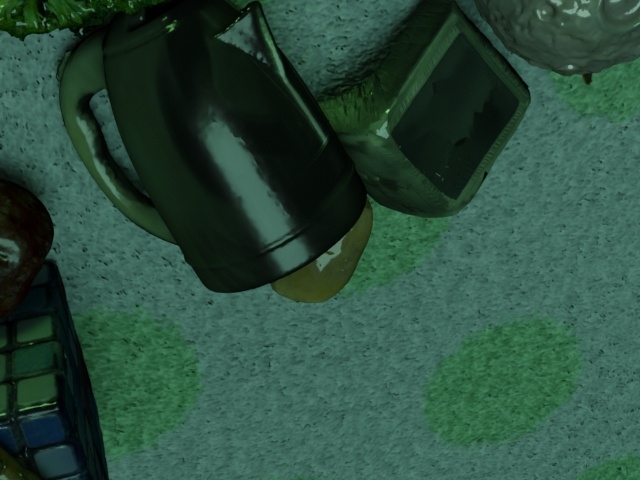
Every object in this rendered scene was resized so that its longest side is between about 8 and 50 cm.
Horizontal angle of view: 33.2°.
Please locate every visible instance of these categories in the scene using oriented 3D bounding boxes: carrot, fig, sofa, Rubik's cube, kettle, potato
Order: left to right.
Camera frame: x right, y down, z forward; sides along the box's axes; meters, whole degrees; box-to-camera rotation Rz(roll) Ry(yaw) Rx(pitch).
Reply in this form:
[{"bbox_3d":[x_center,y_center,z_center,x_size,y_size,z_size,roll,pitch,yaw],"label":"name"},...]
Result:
[{"bbox_3d":[-0.456,-0.014,1.248,0.274,0.145,0.170,21,95,-20],"label":"fig"},{"bbox_3d":[-0.432,0.240,1.339,0.293,0.292,0.286,-14,126,-10],"label":"Rubik's cube"},{"bbox_3d":[-0.357,0.227,1.152,0.049,0.049,0.254,-27,123,3],"label":"carrot"},{"bbox_3d":[-0.150,-0.126,1.226,0.321,0.228,0.324,-14,117,33],"label":"kettle"},{"bbox_3d":[0.000,0.000,1.414,0.118,0.109,0.178,33,109,13],"label":"potato"},{"bbox_3d":[0.120,-0.168,1.352,0.210,0.176,0.225,38,78,-34],"label":"sofa"}]

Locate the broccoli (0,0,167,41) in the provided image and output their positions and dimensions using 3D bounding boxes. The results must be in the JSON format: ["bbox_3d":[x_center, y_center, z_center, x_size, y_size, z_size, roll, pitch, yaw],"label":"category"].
[{"bbox_3d":[-0.245,-0.336,1.018,0.254,0.269,0.269,-27,128,-13],"label":"broccoli"}]

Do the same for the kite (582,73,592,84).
[{"bbox_3d":[0.371,-0.288,1.384,0.159,0.010,0.190,11,122,-25],"label":"kite"}]

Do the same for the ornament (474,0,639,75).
[{"bbox_3d":[0.295,-0.311,1.210,0.259,0.225,0.259,-7,125,-11],"label":"ornament"}]
